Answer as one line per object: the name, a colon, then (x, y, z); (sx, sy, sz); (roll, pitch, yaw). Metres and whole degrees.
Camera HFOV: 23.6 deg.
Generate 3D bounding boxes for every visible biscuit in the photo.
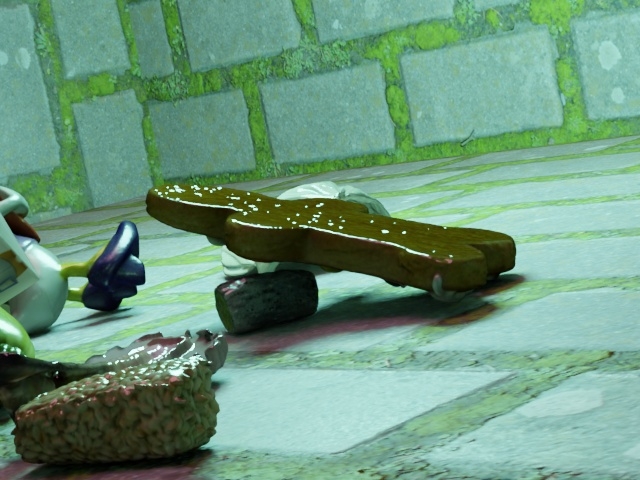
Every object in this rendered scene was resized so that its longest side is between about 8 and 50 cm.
biscuit: (-0.161, 0.138, 1.204); (0.168, 0.070, 0.082); (-11, 2, 23)
biscuit: (0.000, 0.002, 1.717); (0.432, 0.064, 0.283); (10, 11, 21)

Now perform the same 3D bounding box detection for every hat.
hat: (-0.029, -0.031, 2.146); (0.219, 0.164, 0.226); (-14, 28, -32)

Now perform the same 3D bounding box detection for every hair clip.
hair clip: (-0.203, 0.123, 1.385); (0.173, 0.069, 0.300); (-6, -2, 26)

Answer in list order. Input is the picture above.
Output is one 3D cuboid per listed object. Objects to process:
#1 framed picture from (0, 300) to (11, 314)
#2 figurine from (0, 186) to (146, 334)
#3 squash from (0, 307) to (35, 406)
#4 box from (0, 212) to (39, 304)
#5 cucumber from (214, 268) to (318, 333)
framed picture: (-0.507, 0.116, 2.190); (0.184, 0.016, 0.250); (-14, 7, -24)
figurine: (-0.440, 0.039, 2.008); (0.420, 0.193, 0.154); (10, -32, -4)
squash: (-0.349, 0.116, 1.588); (0.137, 0.137, 0.287); (-16, 17, -39)
box: (-0.470, 0.040, 1.443); (0.341, 0.143, 0.225); (-32, -23, -5)
cucumber: (-0.058, 0.064, 1.691); (0.112, 0.064, 0.064); (-13, 7, -20)
